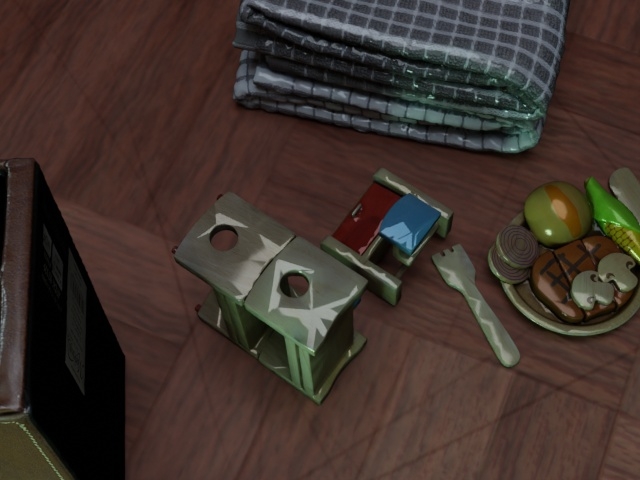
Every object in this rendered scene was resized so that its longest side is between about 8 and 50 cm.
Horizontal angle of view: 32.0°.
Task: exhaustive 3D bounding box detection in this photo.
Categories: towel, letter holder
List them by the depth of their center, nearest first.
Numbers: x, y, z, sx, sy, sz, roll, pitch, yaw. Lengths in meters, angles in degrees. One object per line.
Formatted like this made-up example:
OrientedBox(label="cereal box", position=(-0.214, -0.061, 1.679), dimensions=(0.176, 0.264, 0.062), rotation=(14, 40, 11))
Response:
OrientedBox(label="letter holder", position=(-0.254, 0.095, 0.709), dimensions=(0.214, 0.302, 0.152), rotation=(-4, 63, -2))
OrientedBox(label="towel", position=(0.077, -0.218, 0.971), dimensions=(0.283, 0.121, 0.235), rotation=(13, 63, 7))

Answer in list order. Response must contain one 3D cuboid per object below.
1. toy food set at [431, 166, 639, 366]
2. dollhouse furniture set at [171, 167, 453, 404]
OrientedBox(label="toy food set", position=(0.202, 0.013, 0.898), dimensions=(0.192, 0.038, 0.132), rotation=(-25, 66, -12))
OrientedBox(label="dollhouse furniture set", position=(0.000, 0.000, 0.850), dimensions=(0.129, 0.129, 0.184), rotation=(33, 71, 15))
